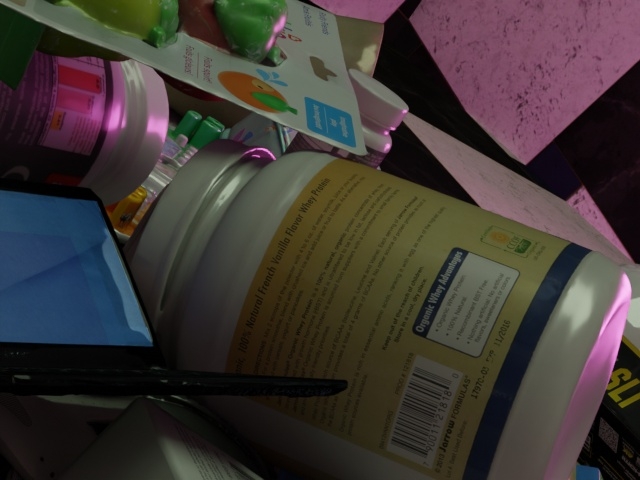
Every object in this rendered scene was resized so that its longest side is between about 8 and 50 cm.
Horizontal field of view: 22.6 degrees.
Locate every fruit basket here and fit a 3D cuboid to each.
[{"bbox_3d":[-0.130,-0.203,1.235,0.353,0.165,0.327,17,24,-11],"label":"fruit basket"}]

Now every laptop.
[{"bbox_3d":[-0.154,0.020,0.952,0.234,0.137,0.264,5,-5,-43],"label":"laptop"}]

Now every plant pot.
[{"bbox_3d":[-0.082,-0.216,2.196,0.274,0.256,0.256,17,16,-4],"label":"plant pot"}]

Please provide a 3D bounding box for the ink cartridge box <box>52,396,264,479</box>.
[{"bbox_3d":[-0.026,0.241,0.926,0.273,0.114,0.197,41,8,-39],"label":"ink cartridge box"}]

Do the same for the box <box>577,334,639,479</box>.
[{"bbox_3d":[0.272,0.199,1.621,0.322,0.079,0.257,48,-25,41],"label":"box"}]

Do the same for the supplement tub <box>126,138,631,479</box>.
[{"bbox_3d":[0.038,0.068,1.144,0.316,0.228,0.228,22,10,16],"label":"supplement tub"}]

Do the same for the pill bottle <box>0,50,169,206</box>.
[{"bbox_3d":[-0.302,-0.130,1.396,0.210,0.210,0.363,43,16,26],"label":"pill bottle"}]

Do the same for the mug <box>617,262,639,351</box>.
[{"bbox_3d":[0.412,0.207,1.933,0.328,0.276,0.374,20,51,-31],"label":"mug"}]

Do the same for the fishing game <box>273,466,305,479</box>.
[{"bbox_3d":[0.041,0.219,1.179,0.189,0.041,0.264,31,42,4],"label":"fishing game"}]

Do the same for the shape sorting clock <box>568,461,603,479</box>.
[{"bbox_3d":[0.230,0.281,1.321,0.206,0.040,0.206,-16,90,-73],"label":"shape sorting clock"}]

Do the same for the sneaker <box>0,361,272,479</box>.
[{"bbox_3d":[-0.171,0.153,1.026,0.330,0.122,0.146,28,33,-27],"label":"sneaker"}]

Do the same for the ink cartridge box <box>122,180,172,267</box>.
[{"bbox_3d":[0.010,0.108,1.437,0.395,0.166,0.285,36,14,2],"label":"ink cartridge box"}]

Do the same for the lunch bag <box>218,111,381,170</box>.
[{"bbox_3d":[0.000,0.000,1.732,0.224,0.108,0.279,27,43,-46],"label":"lunch bag"}]

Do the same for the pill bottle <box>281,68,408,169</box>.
[{"bbox_3d":[0.015,-0.080,1.431,0.078,0.137,0.078,33,14,-10],"label":"pill bottle"}]

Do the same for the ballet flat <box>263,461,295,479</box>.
[{"bbox_3d":[0.001,0.230,1.235,0.206,0.073,0.067,41,-1,5],"label":"ballet flat"}]

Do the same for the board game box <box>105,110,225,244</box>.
[{"bbox_3d":[-0.174,-0.082,1.865,0.390,0.050,0.390,20,21,-46],"label":"board game box"}]
